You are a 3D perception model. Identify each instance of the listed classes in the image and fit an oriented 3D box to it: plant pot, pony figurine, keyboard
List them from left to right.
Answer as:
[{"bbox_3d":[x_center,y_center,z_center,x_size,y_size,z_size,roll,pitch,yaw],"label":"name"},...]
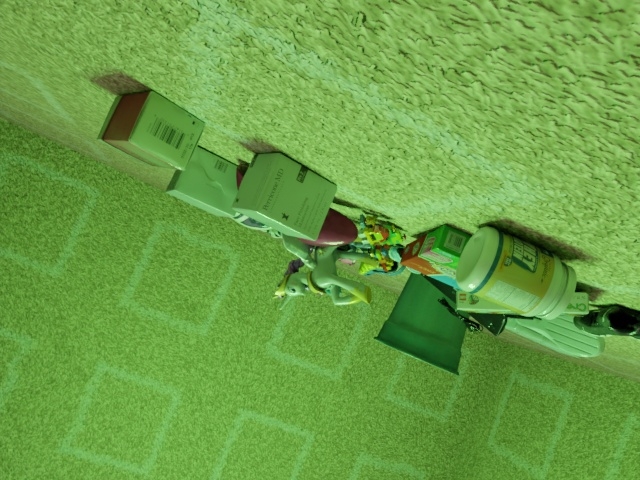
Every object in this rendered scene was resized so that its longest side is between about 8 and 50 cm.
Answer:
[{"bbox_3d":[0.009,0.050,1.579,0.363,0.351,0.302,-3,165,29],"label":"pony figurine"},{"bbox_3d":[0.420,0.290,1.884,0.340,0.334,0.341,22,174,2],"label":"plant pot"},{"bbox_3d":[0.441,0.182,1.548,0.317,0.033,0.202,43,150,31],"label":"keyboard"}]

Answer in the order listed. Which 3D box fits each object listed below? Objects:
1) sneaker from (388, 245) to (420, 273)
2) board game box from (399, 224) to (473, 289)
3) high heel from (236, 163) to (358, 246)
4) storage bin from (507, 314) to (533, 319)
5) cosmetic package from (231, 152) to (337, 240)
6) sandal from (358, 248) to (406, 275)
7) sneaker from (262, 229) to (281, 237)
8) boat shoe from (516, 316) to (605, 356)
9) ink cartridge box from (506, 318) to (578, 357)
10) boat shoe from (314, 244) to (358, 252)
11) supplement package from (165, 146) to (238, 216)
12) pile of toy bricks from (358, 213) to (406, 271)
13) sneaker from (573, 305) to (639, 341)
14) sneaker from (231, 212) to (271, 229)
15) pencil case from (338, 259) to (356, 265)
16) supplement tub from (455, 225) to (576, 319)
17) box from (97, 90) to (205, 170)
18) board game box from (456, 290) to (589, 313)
[{"bbox_3d":[0.310,0.067,1.661,0.162,0.064,0.073,24,170,-10],"label":"sneaker"},{"bbox_3d":[0.369,0.061,1.293,0.242,0.064,0.316,23,169,-2],"label":"board game box"},{"bbox_3d":[-0.074,-0.098,1.370,0.376,0.127,0.181,16,153,23],"label":"high heel"},{"bbox_3d":[0.565,0.185,1.533,0.121,0.085,0.180,9,-178,-30],"label":"storage bin"},{"bbox_3d":[-0.090,-0.107,1.213,0.183,0.151,0.151,25,173,-33],"label":"cosmetic package"},{"bbox_3d":[0.229,0.084,1.837,0.138,0.126,0.317,19,175,-4],"label":"sandal"},{"bbox_3d":[-0.230,-0.066,2.251,0.234,0.094,0.153,15,168,-23],"label":"sneaker"},{"bbox_3d":[0.812,0.291,1.640,0.119,0.121,0.335,17,-173,-25],"label":"boat shoe"},{"bbox_3d":[0.895,0.389,2.159,0.308,0.091,0.385,24,172,-7],"label":"ink cartridge box"},{"bbox_3d":[0.000,0.000,1.975,0.301,0.108,0.102,18,172,18],"label":"boat shoe"},{"bbox_3d":[-0.350,-0.178,1.524,0.194,0.149,0.203,25,173,-24],"label":"supplement package"},{"bbox_3d":[0.191,-0.006,1.406,0.105,0.118,0.212,-10,142,21],"label":"pile of toy bricks"},{"bbox_3d":[0.744,0.204,1.259,0.106,0.078,0.234,29,168,-23],"label":"sneaker"},{"bbox_3d":[-0.303,-0.141,1.783,0.349,0.131,0.148,18,166,6],"label":"sneaker"},{"bbox_3d":[0.071,0.041,2.154,0.209,0.095,0.098,23,158,-21],"label":"pencil case"},{"bbox_3d":[0.400,0.070,1.016,0.199,0.145,0.144,23,173,-2],"label":"supplement tub"},{"bbox_3d":[-0.407,-0.258,1.172,0.148,0.127,0.232,28,171,-40],"label":"box"},{"bbox_3d":[0.528,0.166,1.293,0.305,0.053,0.193,-2,169,25],"label":"board game box"}]
